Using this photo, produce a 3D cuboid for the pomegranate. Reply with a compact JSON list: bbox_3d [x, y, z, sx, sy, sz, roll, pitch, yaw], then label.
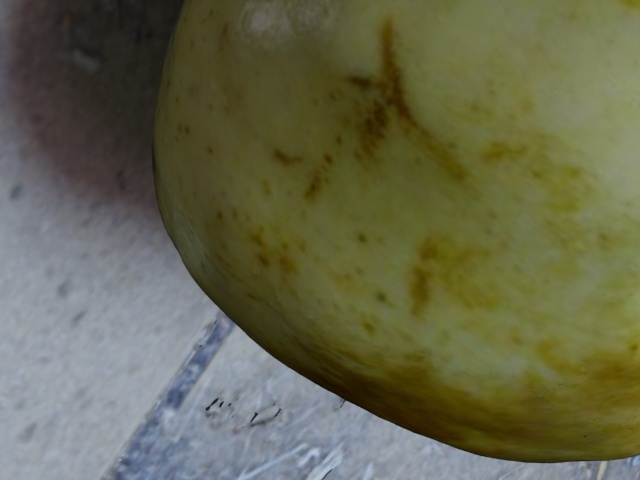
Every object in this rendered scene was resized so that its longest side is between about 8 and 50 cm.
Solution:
[{"bbox_3d":[0.089,-0.071,0.805,0.332,0.332,0.333,-24,131,-31],"label":"pomegranate"}]
